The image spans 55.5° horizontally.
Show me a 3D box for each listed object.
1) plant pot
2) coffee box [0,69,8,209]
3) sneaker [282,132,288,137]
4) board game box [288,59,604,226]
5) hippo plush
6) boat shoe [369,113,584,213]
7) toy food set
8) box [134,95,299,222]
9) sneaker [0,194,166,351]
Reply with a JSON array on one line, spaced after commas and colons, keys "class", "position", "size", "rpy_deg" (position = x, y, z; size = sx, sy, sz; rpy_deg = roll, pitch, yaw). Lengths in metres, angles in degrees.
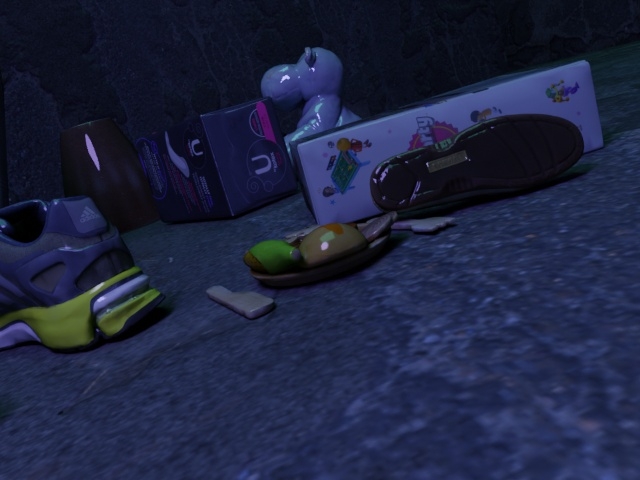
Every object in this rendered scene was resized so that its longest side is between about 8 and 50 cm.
[{"class": "plant pot", "position": [-0.457, -0.135, 1.298], "size": [0.215, 0.231, 0.215], "rpy_deg": [-16, 12, 3]}, {"class": "coffee box", "position": [-0.630, -0.092, 0.856], "size": [0.337, 0.339, 0.334], "rpy_deg": [-2, 3, -26]}, {"class": "sneaker", "position": [-0.207, -0.172, 1.398], "size": [0.178, 0.124, 0.295], "rpy_deg": [5, 24, 37]}, {"class": "board game box", "position": [0.122, -0.113, 0.706], "size": [0.303, 0.098, 0.224], "rpy_deg": [-16, 11, -2]}, {"class": "hippo plush", "position": [-0.011, -0.263, 1.223], "size": [0.294, 0.237, 0.234], "rpy_deg": [-13, 12, 19]}, {"class": "boat shoe", "position": [0.138, -0.067, 0.560], "size": [0.189, 0.068, 0.072], "rpy_deg": [-11, -12, 6]}, {"class": "toy food set", "position": [0.000, 0.000, 0.502], "size": [0.192, 0.039, 0.132], "rpy_deg": [-23, 13, -26]}, {"class": "box", "position": [-0.184, -0.132, 1.050], "size": [0.143, 0.165, 0.270], "rpy_deg": [-25, 14, -35]}, {"class": "sneaker", "position": [-0.267, 0.027, 0.559], "size": [0.299, 0.121, 0.111], "rpy_deg": [-9, 14, 34]}]
